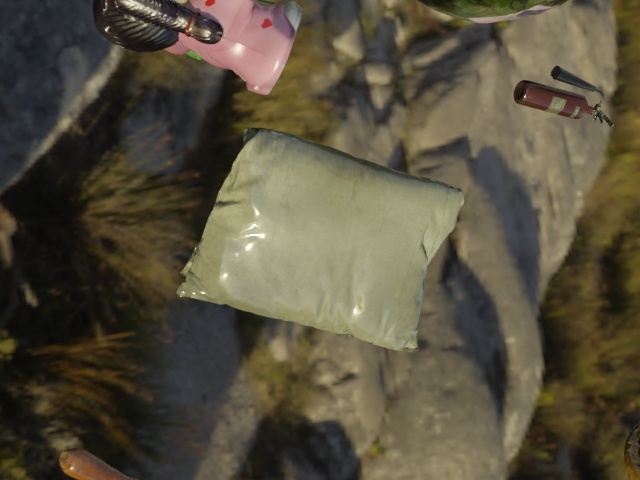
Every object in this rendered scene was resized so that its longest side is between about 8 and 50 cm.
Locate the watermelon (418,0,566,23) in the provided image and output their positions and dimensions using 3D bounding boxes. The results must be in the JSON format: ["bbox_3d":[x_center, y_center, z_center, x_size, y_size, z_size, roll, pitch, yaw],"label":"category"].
[{"bbox_3d":[0.187,-0.412,1.376,0.363,0.363,0.363,34,50,-55],"label":"watermelon"}]

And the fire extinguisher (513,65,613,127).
[{"bbox_3d":[0.235,-0.139,1.239,0.100,0.032,0.046,10,106,-23],"label":"fire extinguisher"}]

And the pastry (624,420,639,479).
[{"bbox_3d":[0.286,0.167,1.000,0.097,0.057,0.109,42,50,11],"label":"pastry"}]

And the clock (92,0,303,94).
[{"bbox_3d":[-0.125,-0.222,1.302,0.194,0.196,0.100,-112,-137,-75],"label":"clock"}]

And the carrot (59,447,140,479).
[{"bbox_3d":[-0.341,0.393,2.161,0.216,0.048,0.048,34,50,-38],"label":"carrot"}]

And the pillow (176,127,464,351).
[{"bbox_3d":[0.000,0.000,0.920,0.078,0.181,0.134,-115,-137,-61],"label":"pillow"}]

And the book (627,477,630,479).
[{"bbox_3d":[0.294,0.333,1.355,0.201,0.026,0.289,-39,149,-59],"label":"book"}]
